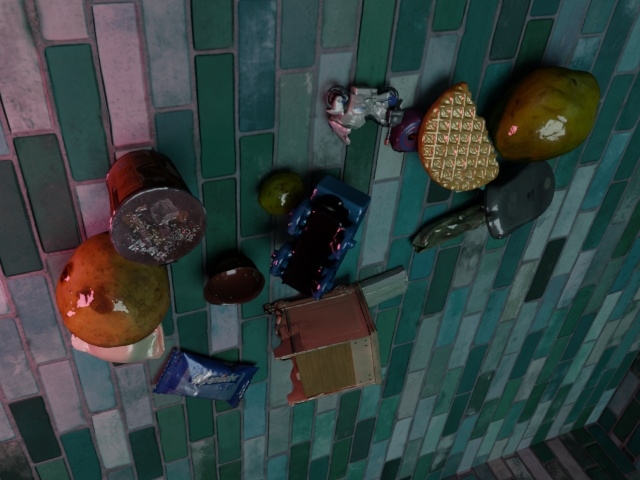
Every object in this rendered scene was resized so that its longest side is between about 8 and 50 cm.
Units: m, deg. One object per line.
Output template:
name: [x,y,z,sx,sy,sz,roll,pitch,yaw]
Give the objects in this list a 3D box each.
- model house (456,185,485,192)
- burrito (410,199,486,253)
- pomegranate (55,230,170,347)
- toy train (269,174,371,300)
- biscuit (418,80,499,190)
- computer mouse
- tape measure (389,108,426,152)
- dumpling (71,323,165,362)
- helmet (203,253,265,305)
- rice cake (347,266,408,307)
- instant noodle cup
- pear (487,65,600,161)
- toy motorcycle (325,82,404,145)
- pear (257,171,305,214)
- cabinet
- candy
model house: [0.444,-0.219,1.797,0.149,0.127,0.100,-8,131,-19]
burrito: [0.434,-0.049,1.980,0.309,0.066,0.096,-25,132,-6]
pomegranate: [-0.498,0.117,1.481,0.281,0.281,0.281,-15,133,-17]
toy train: [0.000,0.000,1.645,0.188,0.265,0.300,28,121,6]
biscuit: [0.367,-0.252,1.648,0.204,0.040,0.309,-32,120,-3]
computer mouse: [0.603,-0.136,1.917,0.371,0.122,0.188,-28,112,-36]
tape measure: [0.249,-0.295,1.667,0.118,0.074,0.125,2,131,-29]
dumpling: [-0.553,0.245,1.686,0.252,0.131,0.179,6,106,-7]
helmet: [-0.252,0.101,1.714,0.175,0.106,0.155,-29,137,2]
rice cake: [0.200,0.162,2.057,0.211,0.038,0.124,-23,134,-9]
instant noodle cup: [-0.391,-0.085,1.408,0.217,0.207,0.217,-16,134,-17]
pear: [0.622,-0.345,1.698,0.321,0.269,0.269,-32,136,11]
toy motorcycle: [0.108,-0.320,1.553,0.221,0.102,0.150,-5,117,-24]
pear: [-0.101,-0.123,1.604,0.131,0.107,0.107,-24,136,5]
cabinet: [0.009,0.330,1.947,0.318,0.227,0.290,-14,134,-3]
candy: [-0.369,0.456,1.983,0.331,0.077,0.187,19,110,-39]
